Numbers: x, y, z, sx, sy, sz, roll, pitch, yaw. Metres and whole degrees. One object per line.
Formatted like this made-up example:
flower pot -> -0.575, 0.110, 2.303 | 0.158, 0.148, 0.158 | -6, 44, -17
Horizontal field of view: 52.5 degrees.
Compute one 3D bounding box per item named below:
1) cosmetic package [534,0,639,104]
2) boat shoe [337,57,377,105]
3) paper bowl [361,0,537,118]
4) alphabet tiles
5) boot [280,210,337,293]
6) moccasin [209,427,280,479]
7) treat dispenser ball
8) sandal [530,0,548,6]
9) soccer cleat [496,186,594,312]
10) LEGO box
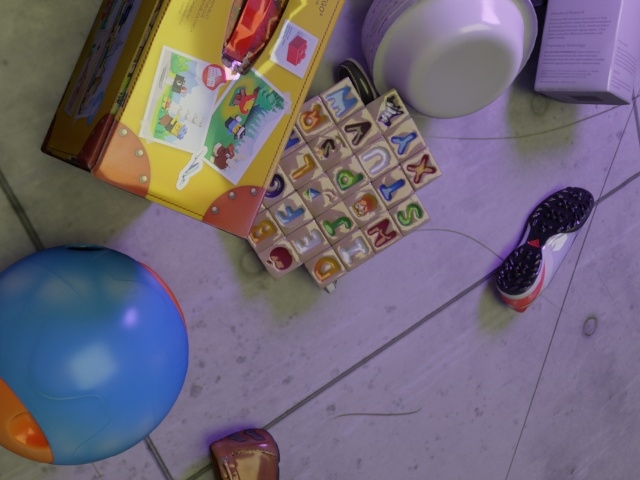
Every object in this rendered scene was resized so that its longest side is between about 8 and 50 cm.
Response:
cosmetic package -> 0.562, -0.471, 1.310 | 0.197, 0.155, 0.366 | 0, 99, -52
boat shoe -> 0.059, -0.213, 1.145 | 0.065, 0.075, 0.206 | -27, 117, -26
paper bowl -> 0.221, -0.319, 1.088 | 0.284, 0.148, 0.284 | -9, 144, -7
alphabet tiles -> 0.021, -0.090, 1.089 | 0.342, 0.011, 0.285 | -32, 105, 0
boot -> 0.000, 0.000, 1.152 | 0.086, 0.069, 0.190 | -36, 115, -13
moccasin -> -0.139, 0.526, 1.134 | 0.147, 0.139, 0.380 | -6, 102, -28
treat dispenser ball -> -0.322, 0.149, 0.867 | 0.288, 0.288, 0.288 | -6, 103, -29
sandal -> 0.294, -0.491, 1.224 | 0.445, 0.107, 0.168 | -14, 106, -40
soccer cleat -> 0.500, 0.017, 1.442 | 0.318, 0.108, 0.116 | -51, 142, -15
LEGO box -> -0.149, -0.292, 0.834 | 0.193, 0.372, 0.500 | 23, 88, -32
